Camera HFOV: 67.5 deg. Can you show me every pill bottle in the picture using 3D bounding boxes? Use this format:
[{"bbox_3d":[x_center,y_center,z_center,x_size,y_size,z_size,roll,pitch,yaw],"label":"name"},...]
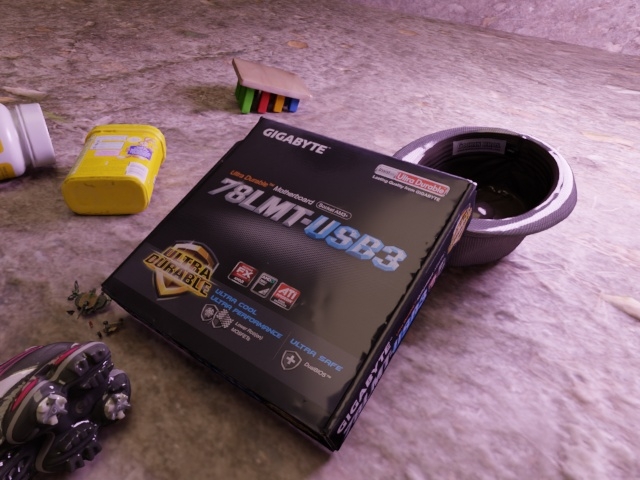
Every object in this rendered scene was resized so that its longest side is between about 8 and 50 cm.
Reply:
[{"bbox_3d":[-0.534,-0.146,0.737,0.209,0.119,0.119,-17,41,-27],"label":"pill bottle"}]

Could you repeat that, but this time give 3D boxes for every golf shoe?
[{"bbox_3d":[-0.276,0.176,0.355,0.120,0.105,0.273,5,27,28],"label":"golf shoe"}]

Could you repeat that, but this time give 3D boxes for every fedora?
[{"bbox_3d":[0.213,-0.051,0.671,0.244,0.124,0.275,25,48,28],"label":"fedora"}]

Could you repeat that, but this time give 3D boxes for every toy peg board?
[{"bbox_3d":[-0.122,-0.340,1.100,0.161,0.079,0.161,7,33,-23],"label":"toy peg board"}]

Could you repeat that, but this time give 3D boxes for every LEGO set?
[{"bbox_3d":[-0.255,0.079,0.542,0.054,0.023,0.083,-16,53,-22],"label":"LEGO set"}]

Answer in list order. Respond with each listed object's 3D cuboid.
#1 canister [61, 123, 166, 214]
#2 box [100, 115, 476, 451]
[{"bbox_3d":[-0.319,-0.114,0.753,0.126,0.073,0.169,-2,38,-7],"label":"canister"},{"bbox_3d":[-0.030,0.013,0.520,0.296,0.073,0.293,25,65,26],"label":"box"}]
